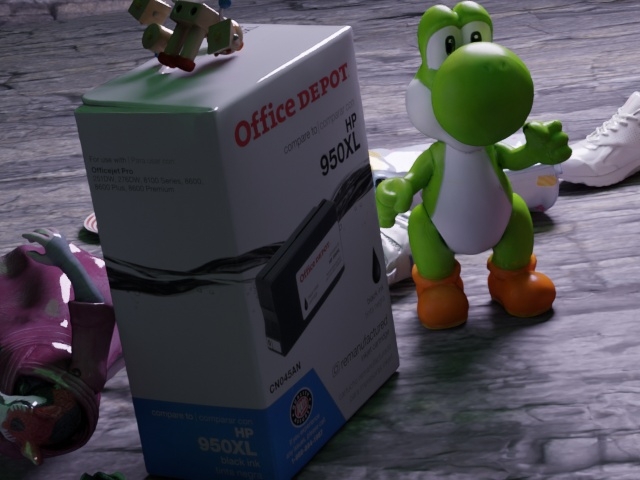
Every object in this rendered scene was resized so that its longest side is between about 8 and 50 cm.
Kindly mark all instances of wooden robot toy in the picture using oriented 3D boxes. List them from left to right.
[{"bbox_3d":[-0.113,-0.194,1.603,0.079,0.076,0.173,21,-2,-43],"label":"wooden robot toy"}]

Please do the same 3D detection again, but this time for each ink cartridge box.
[{"bbox_3d":[-0.072,0.006,1.671,0.166,0.394,0.285,3,24,29],"label":"ink cartridge box"}]

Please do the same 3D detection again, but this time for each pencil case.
[{"bbox_3d":[0.171,-0.078,2.155,0.273,0.113,0.124,-7,-20,-15],"label":"pencil case"}]

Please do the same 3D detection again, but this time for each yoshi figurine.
[{"bbox_3d":[0.170,-0.077,1.840,0.203,0.362,0.203,9,26,37],"label":"yoshi figurine"}]

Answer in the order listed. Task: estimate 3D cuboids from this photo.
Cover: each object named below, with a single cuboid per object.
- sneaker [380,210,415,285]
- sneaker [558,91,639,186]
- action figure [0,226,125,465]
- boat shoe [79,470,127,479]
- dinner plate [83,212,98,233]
[{"bbox_3d":[0.000,0.000,2.069,0.281,0.105,0.115,4,28,34],"label":"sneaker"},{"bbox_3d":[0.412,-0.144,2.266,0.232,0.115,0.090,-12,21,-9],"label":"sneaker"},{"bbox_3d":[-0.291,0.143,1.675,0.248,0.275,0.370,-36,27,3],"label":"action figure"},{"bbox_3d":[-0.192,0.256,1.478,0.301,0.102,0.108,-6,21,9],"label":"boat shoe"},{"bbox_3d":[-0.267,-0.030,2.375,0.141,0.017,0.141,-7,22,3],"label":"dinner plate"}]
